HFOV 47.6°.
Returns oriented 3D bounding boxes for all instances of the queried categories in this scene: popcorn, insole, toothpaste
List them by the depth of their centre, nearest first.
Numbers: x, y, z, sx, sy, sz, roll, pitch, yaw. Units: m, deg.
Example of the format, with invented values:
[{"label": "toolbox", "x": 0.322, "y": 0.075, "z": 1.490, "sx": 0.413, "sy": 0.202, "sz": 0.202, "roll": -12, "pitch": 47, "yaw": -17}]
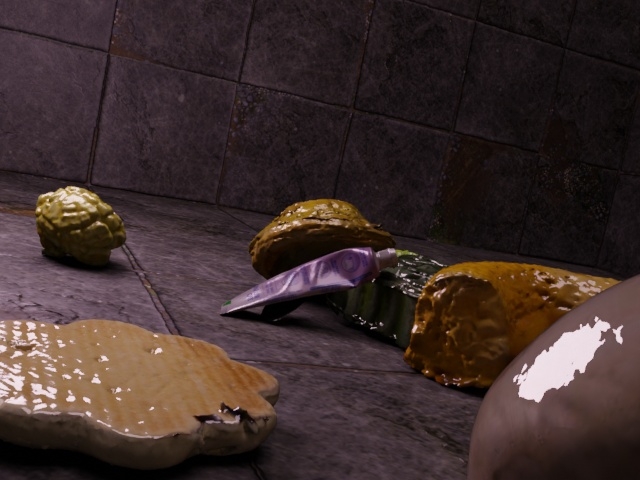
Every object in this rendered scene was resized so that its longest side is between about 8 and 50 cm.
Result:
[{"label": "toothpaste", "x": -0.019, "y": 0.068, "z": 1.194, "sx": 0.301, "sy": 0.048, "sz": 0.075, "roll": -16, "pitch": 36, "yaw": -1}, {"label": "insole", "x": -0.031, "y": 0.076, "z": 1.252, "sx": 0.080, "sy": 0.003, "sz": 0.232, "roll": -4, "pitch": 26, "yaw": 35}, {"label": "popcorn", "x": -0.437, "y": -0.025, "z": 1.344, "sx": 0.174, "sy": 0.142, "sz": 0.173, "roll": 15, "pitch": -22, "yaw": 6}]

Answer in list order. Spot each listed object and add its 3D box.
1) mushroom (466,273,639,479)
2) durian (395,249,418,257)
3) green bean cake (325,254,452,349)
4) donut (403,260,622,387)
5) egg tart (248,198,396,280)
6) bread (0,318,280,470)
[{"label": "mushroom", "x": 0.215, "y": 0.165, "z": 0.342, "sx": 0.298, "sy": 0.297, "sz": 0.290, "roll": 13, "pitch": 34, "yaw": 12}, {"label": "durian", "x": 0.176, "y": 0.085, "z": 1.560, "sx": 0.107, "sy": 0.132, "sz": 0.375, "roll": -22, "pitch": 16, "yaw": -33}, {"label": "green bean cake", "x": 0.166, "y": 0.106, "z": 1.293, "sx": 0.255, "sy": 0.132, "sz": 0.241, "roll": 5, "pitch": 12, "yaw": -39}, {"label": "donut", "x": 0.351, "y": 0.135, "z": 0.988, "sx": 0.378, "sy": 0.163, "sz": 0.435, "roll": -4, "pitch": 13, "yaw": -35}, {"label": "egg tart", "x": 0.000, "y": 0.000, "z": 1.434, "sx": 0.294, "sy": 0.123, "sz": 0.294, "roll": -7, "pitch": -25, "yaw": -3}, {"label": "bread", "x": -0.192, "y": 0.138, "z": 0.694, "sx": 0.316, "sy": 0.054, "sz": 0.316, "roll": 12, "pitch": 8, "yaw": -2}]
